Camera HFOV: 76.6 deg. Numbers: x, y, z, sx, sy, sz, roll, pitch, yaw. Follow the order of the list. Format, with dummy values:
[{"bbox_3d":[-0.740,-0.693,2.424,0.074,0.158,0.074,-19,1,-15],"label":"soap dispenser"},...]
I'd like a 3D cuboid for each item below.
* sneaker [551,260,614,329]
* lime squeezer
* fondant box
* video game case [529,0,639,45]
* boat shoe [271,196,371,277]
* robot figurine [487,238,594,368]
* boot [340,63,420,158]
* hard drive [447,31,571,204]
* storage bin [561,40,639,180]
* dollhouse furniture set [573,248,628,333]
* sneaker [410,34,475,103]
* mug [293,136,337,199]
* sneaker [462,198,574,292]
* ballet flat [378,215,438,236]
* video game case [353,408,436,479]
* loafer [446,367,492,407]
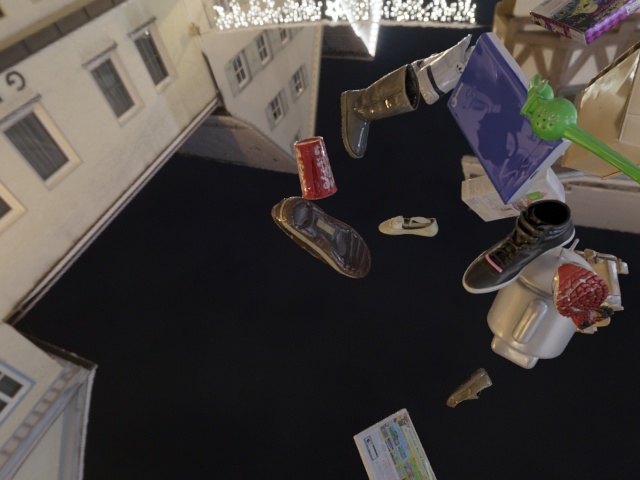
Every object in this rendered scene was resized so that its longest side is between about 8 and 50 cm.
[{"bbox_3d":[0.459,0.092,0.742,0.088,0.225,0.092,-35,-132,17],"label":"sneaker"},{"bbox_3d":[0.344,-0.191,0.585,0.110,0.058,0.310,-1,-136,-5],"label":"lime squeezer"},{"bbox_3d":[0.795,-0.196,1.680,0.331,0.238,0.096,-12,-120,43],"label":"fondant box"},{"bbox_3d":[0.656,-0.574,0.943,0.232,0.042,0.210,-35,-140,15],"label":"video game case"},{"bbox_3d":[0.003,-0.007,0.859,0.095,0.257,0.095,1,-125,52],"label":"boat shoe"},{"bbox_3d":[0.573,0.161,1.058,0.200,0.353,0.300,26,-152,25],"label":"robot figurine"},{"bbox_3d":[0.146,-0.304,0.986,0.209,0.189,0.076,2,-161,42],"label":"boot"},{"bbox_3d":[0.400,-0.269,0.906,0.040,0.210,0.318,-12,-117,-12],"label":"hard drive"},{"bbox_3d":[0.736,-0.309,0.981,0.123,0.262,0.260,16,-90,7],"label":"storage bin"},{"bbox_3d":[1.041,0.183,1.418,0.356,0.174,0.303,11,-109,-21],"label":"dollhouse furniture set"},{"bbox_3d":[0.434,-0.589,1.392,0.210,0.137,0.365,-25,-158,22],"label":"sneaker"},{"bbox_3d":[-0.014,-0.219,1.232,0.113,0.169,0.150,-18,-156,-12],"label":"mug"},{"bbox_3d":[0.454,0.007,0.946,0.296,0.147,0.104,-33,-130,5],"label":"sneaker"},{"bbox_3d":[0.367,-0.069,1.704,0.249,0.086,0.086,3,-132,18],"label":"ballet flat"},{"bbox_3d":[0.217,0.630,1.154,0.207,0.026,0.226,-9,-113,-37],"label":"video game case"},{"bbox_3d":[0.396,0.403,1.080,0.050,0.148,0.056,45,-154,20],"label":"loafer"}]
